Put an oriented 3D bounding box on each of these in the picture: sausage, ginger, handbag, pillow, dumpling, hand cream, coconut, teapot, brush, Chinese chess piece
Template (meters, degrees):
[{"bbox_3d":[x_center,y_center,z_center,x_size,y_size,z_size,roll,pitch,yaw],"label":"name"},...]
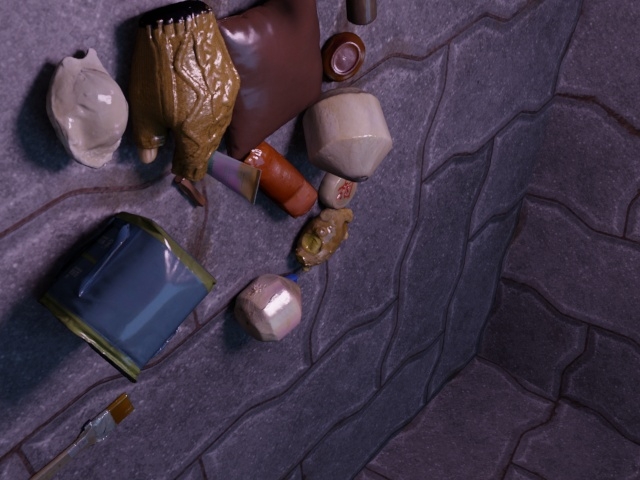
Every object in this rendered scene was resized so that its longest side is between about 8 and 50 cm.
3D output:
[{"bbox_3d":[-0.273,-0.105,1.602,0.026,0.026,0.116,-54,152,-11],"label":"sausage"},{"bbox_3d":[0.000,0.000,2.054,0.216,0.102,0.157,-57,164,21],"label":"ginger"},{"bbox_3d":[-0.360,0.094,1.404,0.241,0.263,0.222,-51,123,-18],"label":"handbag"},{"bbox_3d":[-0.101,-0.143,1.775,0.097,0.094,0.348,-46,153,2],"label":"sausage"},{"bbox_3d":[-0.099,-0.360,1.563,0.308,0.108,0.305,-42,143,-37],"label":"pillow"},{"bbox_3d":[-0.387,-0.211,1.236,0.136,0.118,0.199,-20,110,-53],"label":"dumpling"},{"bbox_3d":[-0.190,-0.143,1.541,0.047,0.174,0.076,-21,134,-49],"label":"hand cream"},{"bbox_3d":[0.065,-0.242,1.799,0.202,0.221,0.202,-12,163,-4],"label":"coconut"},{"bbox_3d":[0.047,-0.428,1.778,0.098,0.078,0.129,31,101,-21],"label":"teapot"},{"bbox_3d":[-0.124,0.164,1.948,0.183,0.171,0.170,-43,147,-23],"label":"coconut"},{"bbox_3d":[-0.552,0.471,1.685,0.336,0.020,0.085,-42,147,-30],"label":"brush"},{"bbox_3d":[0.049,-0.143,2.055,0.122,0.051,0.122,-38,145,-34],"label":"Chinese chess piece"}]

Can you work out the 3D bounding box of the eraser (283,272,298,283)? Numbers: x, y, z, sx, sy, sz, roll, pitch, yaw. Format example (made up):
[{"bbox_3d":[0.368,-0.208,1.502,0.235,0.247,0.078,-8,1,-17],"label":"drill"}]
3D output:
[{"bbox_3d":[-0.102,0.133,2.091,0.085,0.027,0.063,-25,135,-46],"label":"eraser"}]

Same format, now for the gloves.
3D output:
[{"bbox_3d":[-0.244,-0.256,1.375,0.203,0.155,0.356,-33,145,-34],"label":"gloves"}]

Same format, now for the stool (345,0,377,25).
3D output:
[{"bbox_3d":[0.065,-0.593,1.403,0.310,0.310,0.226,-44,148,-23],"label":"stool"}]
